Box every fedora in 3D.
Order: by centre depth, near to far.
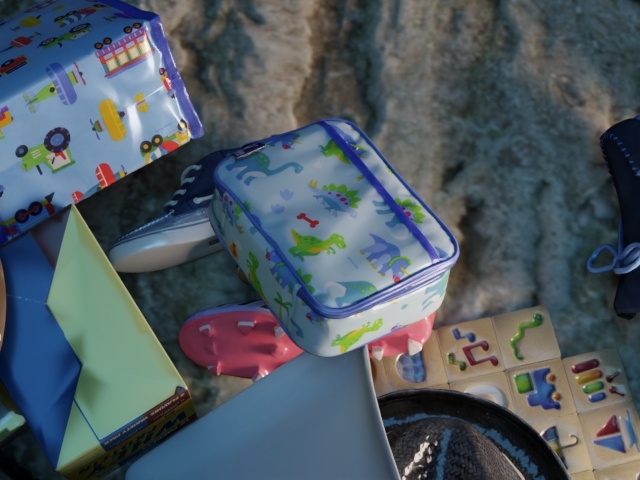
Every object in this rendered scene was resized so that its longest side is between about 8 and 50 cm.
[{"bbox_3d":[0.102,0.279,1.557,0.334,0.152,0.334,0,70,0],"label":"fedora"}]

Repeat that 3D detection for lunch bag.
[{"bbox_3d":[0.011,-0.010,1.620,0.176,0.090,0.219,-21,56,-26],"label":"lunch bag"},{"bbox_3d":[-0.283,-0.152,1.646,0.221,0.138,0.293,-31,37,-15],"label":"lunch bag"}]

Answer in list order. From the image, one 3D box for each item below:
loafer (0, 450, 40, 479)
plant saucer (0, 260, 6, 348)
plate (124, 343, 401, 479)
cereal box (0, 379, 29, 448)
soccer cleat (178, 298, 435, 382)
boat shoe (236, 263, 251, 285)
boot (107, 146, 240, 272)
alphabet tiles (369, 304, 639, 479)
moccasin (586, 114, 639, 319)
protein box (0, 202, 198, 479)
[{"bbox_3d":[-0.341,0.236,1.574,0.366,0.134,0.130,37,85,13],"label":"loafer"},{"bbox_3d":[-0.398,0.074,1.515,0.278,0.041,0.277,-8,71,23],"label":"plant saucer"},{"bbox_3d":[-0.050,0.228,1.548,0.278,0.277,0.045,-33,120,12],"label":"plate"},{"bbox_3d":[-0.421,0.177,1.660,0.240,0.047,0.173,-36,83,-8],"label":"cereal box"},{"bbox_3d":[-0.012,0.078,1.690,0.248,0.095,0.083,-7,121,8],"label":"soccer cleat"},{"bbox_3d":[0.000,0.000,1.710,0.178,0.064,0.060,-15,60,-9],"label":"boat shoe"},{"bbox_3d":[-0.125,-0.032,1.714,0.190,0.069,0.086,-16,71,-13],"label":"boot"},{"bbox_3d":[0.142,0.218,1.667,0.343,0.011,0.285,-12,70,-4],"label":"alphabet tiles"},{"bbox_3d":[0.335,0.047,1.668,0.117,0.138,0.342,-22,78,-2],"label":"moccasin"},{"bbox_3d":[-0.224,0.104,1.604,0.136,0.201,0.199,-31,80,-8],"label":"protein box"}]
